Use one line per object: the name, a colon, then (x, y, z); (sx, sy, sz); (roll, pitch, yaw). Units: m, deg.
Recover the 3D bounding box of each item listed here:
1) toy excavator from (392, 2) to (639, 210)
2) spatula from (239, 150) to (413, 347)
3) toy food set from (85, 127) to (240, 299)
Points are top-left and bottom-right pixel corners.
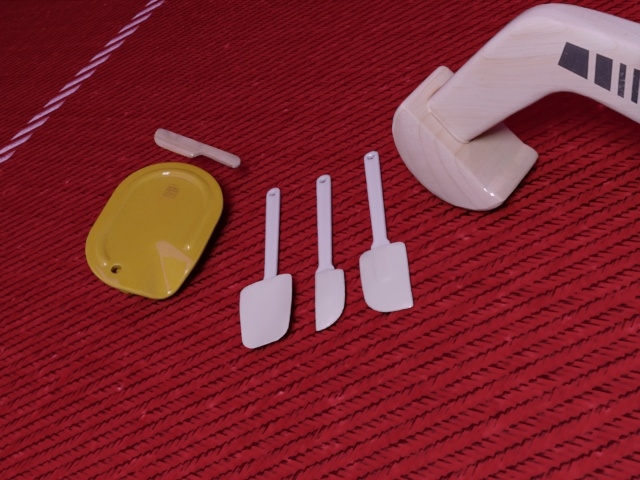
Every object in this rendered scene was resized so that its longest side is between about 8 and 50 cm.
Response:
toy excavator: (0.279, -0.124, 0.574); (0.445, 0.433, 0.222); (32, 57, 20)
spatula: (0.000, 0.000, 0.815); (0.168, 0.019, 0.242); (-19, 40, 14)
toy food set: (-0.171, -0.016, 0.910); (0.128, 0.071, 0.218); (15, 55, 12)
